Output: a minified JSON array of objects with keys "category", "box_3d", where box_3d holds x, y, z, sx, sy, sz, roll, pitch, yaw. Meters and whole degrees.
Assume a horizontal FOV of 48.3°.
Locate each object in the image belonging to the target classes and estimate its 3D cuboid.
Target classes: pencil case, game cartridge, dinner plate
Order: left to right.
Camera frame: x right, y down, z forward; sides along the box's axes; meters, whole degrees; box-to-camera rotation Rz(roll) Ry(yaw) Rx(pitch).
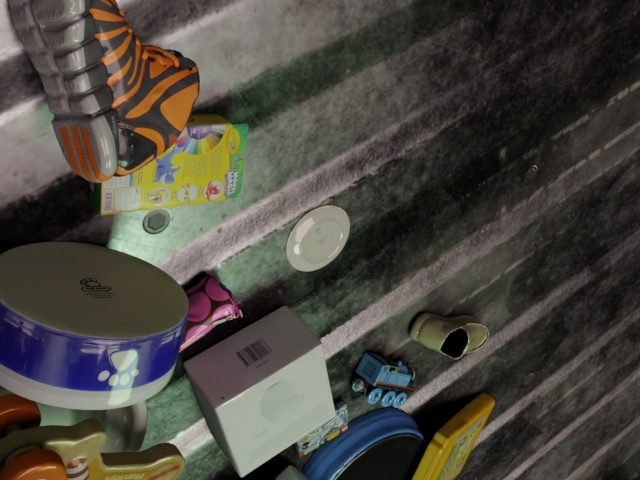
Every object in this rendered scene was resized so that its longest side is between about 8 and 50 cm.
[{"category":"pencil case","box_3d":[-0.232,0.147,1.176,0.209,0.098,0.095,-38,150,-9]},{"category":"dinner plate","box_3d":[0.000,0.000,1.321,0.141,0.017,0.141,-21,129,-27]},{"category":"game cartridge","box_3d":[0.344,0.584,1.937,0.324,0.053,0.285,-17,132,-54]}]

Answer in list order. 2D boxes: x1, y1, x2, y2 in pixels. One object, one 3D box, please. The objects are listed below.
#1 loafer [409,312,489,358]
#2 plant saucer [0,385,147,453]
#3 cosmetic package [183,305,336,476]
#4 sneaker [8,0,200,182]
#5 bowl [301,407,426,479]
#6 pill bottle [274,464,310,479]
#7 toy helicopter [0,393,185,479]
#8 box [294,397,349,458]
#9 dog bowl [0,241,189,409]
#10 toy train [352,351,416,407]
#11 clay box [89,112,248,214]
[{"category":"loafer","box_3d":[0.321,0.236,1.699,0.269,0.092,0.101,10,113,-43]},{"category":"plant saucer","box_3d":[-0.471,0.307,1.096,0.401,0.100,0.400,-22,132,-26]},{"category":"cosmetic package","box_3d":[-0.108,0.284,1.349,0.224,0.138,0.224,-28,133,-21]},{"category":"sneaker","box_3d":[-0.255,-0.245,0.874,0.180,0.125,0.321,-34,127,-44]},{"category":"bowl","box_3d":[0.108,0.600,1.804,0.391,0.077,0.391,-21,131,-27]},{"category":"pill bottle","box_3d":[-0.157,0.693,1.542,0.408,0.229,0.229,-43,137,-6]},{"category":"toy helicopter","box_3d":[-0.359,0.361,1.059,0.355,0.140,0.235,14,112,-47]},{"category":"box","box_3d":[0.000,0.426,1.624,0.137,0.027,0.093,-25,131,-23]},{"category":"dog bowl","box_3d":[-0.314,0.104,0.955,0.265,0.265,0.104,3,115,-41]},{"category":"toy train","box_3d":[0.151,0.319,1.635,0.184,0.080,0.105,21,99,-46]},{"category":"clay box","box_3d":[-0.216,-0.114,1.032,0.222,0.053,0.127,-10,123,-36]}]
